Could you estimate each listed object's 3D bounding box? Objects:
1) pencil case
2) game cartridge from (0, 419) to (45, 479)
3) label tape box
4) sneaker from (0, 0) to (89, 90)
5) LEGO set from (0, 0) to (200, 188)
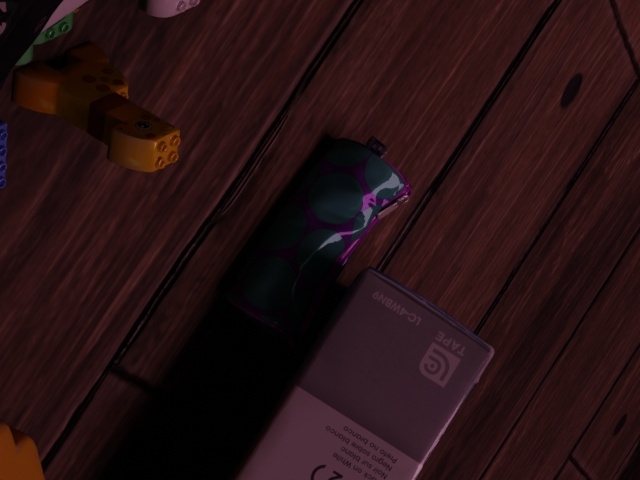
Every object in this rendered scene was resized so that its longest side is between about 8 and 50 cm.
[{"bbox_3d":[0.000,0.000,1.144,0.151,0.070,0.064,-54,154,-9],"label":"pencil case"},{"bbox_3d":[-0.255,0.288,0.938,0.323,0.053,0.285,-51,148,-41],"label":"game cartridge"},{"bbox_3d":[-0.021,0.198,1.175,0.347,0.115,0.249,-59,178,-5],"label":"label tape box"},{"bbox_3d":[-0.155,-0.104,0.658,0.283,0.107,0.124,-58,-172,-27],"label":"sneaker"},{"bbox_3d":[-0.123,-0.073,0.812,0.227,0.093,0.087,-34,145,-43],"label":"LEGO set"}]
